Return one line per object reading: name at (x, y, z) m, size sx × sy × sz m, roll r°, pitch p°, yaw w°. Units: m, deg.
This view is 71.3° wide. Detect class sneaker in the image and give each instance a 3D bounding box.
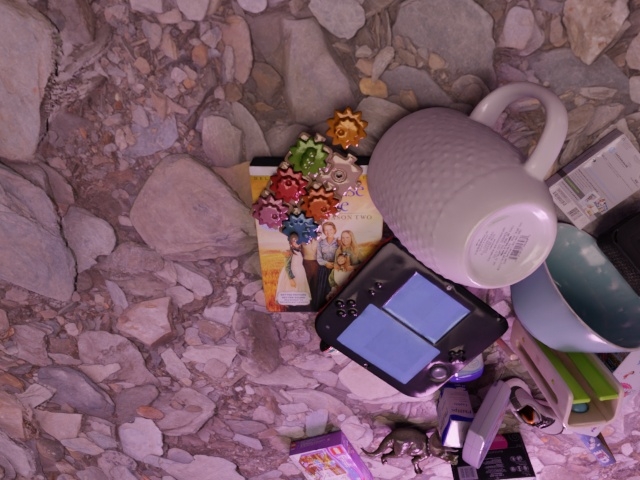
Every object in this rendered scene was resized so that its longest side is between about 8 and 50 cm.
sneaker at (0.078, 0.283, 1.277) m, size 0.161 × 0.057 × 0.075 m, roll -34°, pitch 131°, yaw 20°
sneaker at (0.647, 0.530, 1.355) m, size 0.271 × 0.108 × 0.100 m, roll 38°, pitch 115°, yaw -20°

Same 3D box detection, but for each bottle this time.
bottle at (0.371, 0.260, 1.213) m, size 0.118 × 0.092 × 0.283 m, roll -13°, pitch 120°, yaw 9°

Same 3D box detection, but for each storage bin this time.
storage bin at (0.731, 0.031, 0.989) m, size 0.122 × 0.084 × 0.180 m, roll -34°, pitch 77°, yaw 3°

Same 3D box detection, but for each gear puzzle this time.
gear puzzle at (-0.007, -0.128, 0.950) m, size 0.175 × 0.044 × 0.339 m, roll 30°, pitch 119°, yaw -15°

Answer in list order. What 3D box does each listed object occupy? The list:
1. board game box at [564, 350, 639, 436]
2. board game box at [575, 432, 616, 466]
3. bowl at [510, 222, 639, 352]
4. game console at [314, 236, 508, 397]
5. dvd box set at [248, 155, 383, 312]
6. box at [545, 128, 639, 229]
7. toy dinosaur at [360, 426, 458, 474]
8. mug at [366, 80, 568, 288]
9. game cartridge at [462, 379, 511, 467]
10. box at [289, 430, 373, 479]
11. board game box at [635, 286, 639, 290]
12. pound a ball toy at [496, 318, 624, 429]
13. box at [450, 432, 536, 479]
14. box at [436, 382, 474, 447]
board game box at (0.703, 0.310, 1.147) m, size 0.097 × 0.224 × 0.304 m, roll 14°, pitch 121°, yaw -3°
board game box at (0.762, 0.522, 1.308) m, size 0.042 × 0.165 × 0.243 m, roll -34°, pitch 114°, yaw 22°
bowl at (0.564, 0.129, 1.028) m, size 0.311 × 0.312 × 0.163 m, roll 28°, pitch 139°, yaw -13°
game console at (0.214, 0.213, 1.121) m, size 0.386 × 0.060 × 0.342 m, roll 35°, pitch 119°, yaw -10°
dvd box set at (0.000, 0.000, 1.094) m, size 0.307 × 0.062 × 0.421 m, roll 0°, pitch 122°, yaw 3°
box at (0.612, -0.130, 0.987) m, size 0.145 × 0.038 × 0.186 m, roll 38°, pitch 118°, yaw -19°
toy dinosaur at (0.289, 0.678, 1.485) m, size 0.313 × 0.121 × 0.161 m, roll 15°, pitch 110°, yaw 0°
mug at (0.288, -0.111, 0.823) m, size 0.276 × 0.328 × 0.374 m, roll 20°, pitch 114°, yaw -24°
game cartridge at (0.478, 0.548, 1.295) m, size 0.062 × 0.198 × 0.297 m, roll 21°, pitch 149°, yaw 29°
box at (0.043, 0.809, 1.596) m, size 0.200 × 0.057 × 0.293 m, roll -20°, pitch 118°, yaw 16°
board game box at (0.868, 0.208, 1.179) m, size 0.160 × 0.039 × 0.212 m, roll 6°, pitch 120°, yaw -1°
pound a ball toy at (0.542, 0.308, 1.109) m, size 0.208 × 0.319 × 0.136 m, roll -7°, pitch 118°, yaw -1°
box at (0.559, 0.759, 1.468) m, size 0.247 × 0.163 × 0.142 m, roll -12°, pitch 119°, yaw 11°
box at (0.404, 0.527, 1.350) m, size 0.072 × 0.137 × 0.126 m, roll 4°, pitch 122°, yaw 2°
